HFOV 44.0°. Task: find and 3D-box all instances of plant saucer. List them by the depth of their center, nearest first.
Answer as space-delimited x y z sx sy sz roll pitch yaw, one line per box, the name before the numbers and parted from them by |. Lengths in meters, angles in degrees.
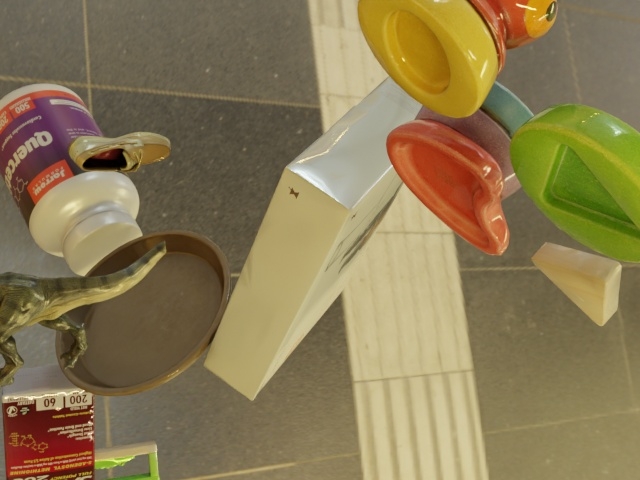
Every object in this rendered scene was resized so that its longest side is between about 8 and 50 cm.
plant saucer | -0.249 0.104 1.137 0.278 0.277 0.041 -60 143 -27

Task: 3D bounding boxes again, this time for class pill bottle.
pill bottle | -0.422 -0.100 1.321 0.181 0.182 0.323 -18 57 -31

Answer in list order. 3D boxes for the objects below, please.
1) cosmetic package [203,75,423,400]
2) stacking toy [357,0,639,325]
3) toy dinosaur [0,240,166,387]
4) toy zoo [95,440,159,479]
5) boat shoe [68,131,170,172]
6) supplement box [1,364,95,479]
cosmetic package | 0.000 0.000 1.049 0.097 0.377 0.284 35 43 10
stacking toy | 0.183 -0.093 0.651 0.279 0.309 0.130 40 77 22
toy dinosaur | -0.277 0.074 0.755 0.268 0.064 0.118 -7 113 -14
toy zoo | -0.369 0.506 1.367 0.192 0.030 0.294 -4 92 -17
boat shoe | -0.257 -0.110 1.036 0.135 0.050 0.045 -9 47 -29
supplement box | -0.410 0.309 1.199 0.130 0.073 0.240 -3 115 -21
